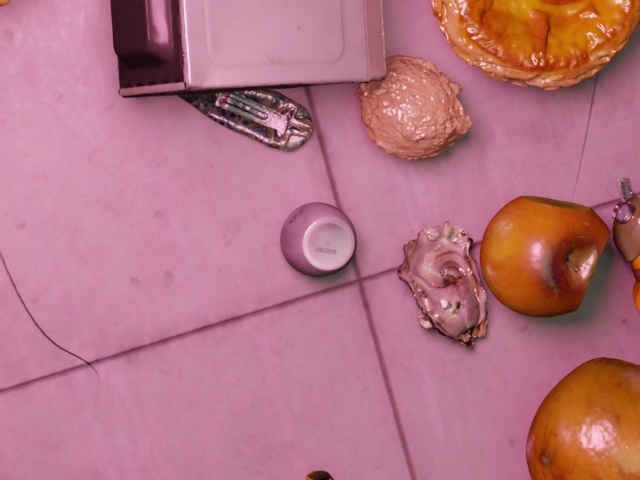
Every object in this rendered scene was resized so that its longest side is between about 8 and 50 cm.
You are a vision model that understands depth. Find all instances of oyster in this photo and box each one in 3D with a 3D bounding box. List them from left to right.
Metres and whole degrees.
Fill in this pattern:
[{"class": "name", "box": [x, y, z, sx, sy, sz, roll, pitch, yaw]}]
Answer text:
[{"class": "oyster", "box": [0.153, 0.064, 1.913, 0.108, 0.053, 0.165, -22, 93, -28]}]

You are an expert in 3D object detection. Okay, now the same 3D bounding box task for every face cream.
[{"class": "face cream", "box": [0.000, 0.000, 1.852, 0.091, 0.095, 0.091, -1, 94, -12]}]

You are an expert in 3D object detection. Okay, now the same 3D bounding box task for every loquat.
[{"class": "loquat", "box": [0.352, 0.270, 1.882, 0.213, 0.213, 0.246, 29, 63, -13]}]

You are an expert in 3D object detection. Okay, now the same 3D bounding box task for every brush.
[{"class": "brush", "box": [0.398, -0.040, 1.975, 0.016, 0.013, 0.083, -15, 100, -13]}]

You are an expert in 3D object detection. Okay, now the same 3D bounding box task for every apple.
[{"class": "apple", "box": [0.280, 0.023, 1.886, 0.163, 0.147, 0.146, 9, 94, -14]}]

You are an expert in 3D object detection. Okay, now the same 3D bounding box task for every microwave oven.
[{"class": "microwave oven", "box": [-0.097, -0.344, 1.721, 0.286, 0.218, 0.354, -7, 97, -30]}]

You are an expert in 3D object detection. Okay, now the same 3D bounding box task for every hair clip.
[{"class": "hair clip", "box": [-0.114, -0.172, 1.843, 0.229, 0.036, 0.066, 24, 93, -18]}]

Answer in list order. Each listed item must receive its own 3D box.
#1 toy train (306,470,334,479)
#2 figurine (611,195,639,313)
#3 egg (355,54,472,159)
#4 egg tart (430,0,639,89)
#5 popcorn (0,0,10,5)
[{"class": "toy train", "box": [0.025, 0.432, 1.885, 0.161, 0.100, 0.296, -35, 98, -12]}, {"class": "figurine", "box": [0.414, 0.042, 1.927, 0.141, 0.166, 0.250, 21, 102, 2]}, {"class": "egg", "box": [0.109, -0.159, 1.851, 0.140, 0.116, 0.118, 42, 114, -12]}, {"class": "egg tart", "box": [0.263, -0.324, 1.869, 0.295, 0.116, 0.294, -1, 93, -12]}, {"class": "popcorn", "box": [-0.426, -0.413, 1.643, 0.382, 0.349, 0.349, -9, 98, 19]}]
